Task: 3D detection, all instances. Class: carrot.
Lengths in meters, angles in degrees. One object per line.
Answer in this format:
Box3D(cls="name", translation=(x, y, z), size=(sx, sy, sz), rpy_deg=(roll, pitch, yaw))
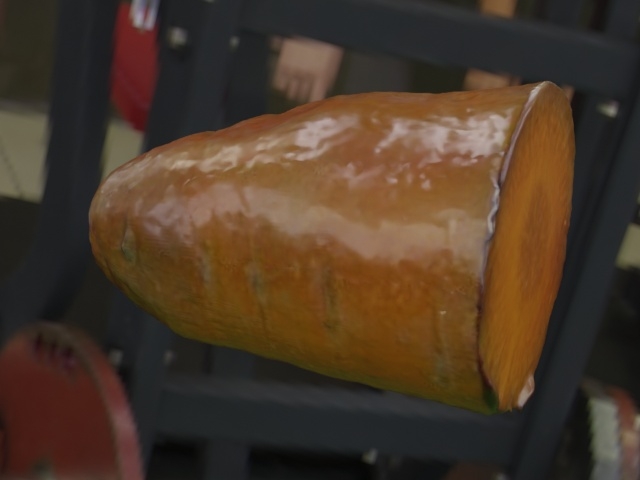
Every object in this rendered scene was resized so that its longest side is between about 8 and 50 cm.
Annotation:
Box3D(cls="carrot", translation=(0.000, 0.000, 0.945), size=(0.225, 0.159, 0.159), rpy_deg=(2, 19, 18))
